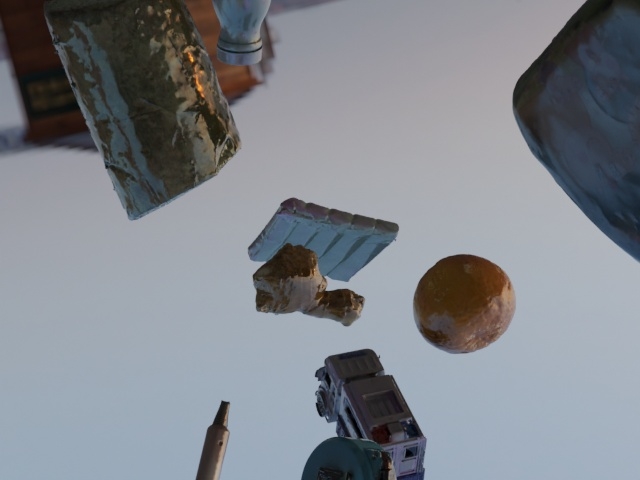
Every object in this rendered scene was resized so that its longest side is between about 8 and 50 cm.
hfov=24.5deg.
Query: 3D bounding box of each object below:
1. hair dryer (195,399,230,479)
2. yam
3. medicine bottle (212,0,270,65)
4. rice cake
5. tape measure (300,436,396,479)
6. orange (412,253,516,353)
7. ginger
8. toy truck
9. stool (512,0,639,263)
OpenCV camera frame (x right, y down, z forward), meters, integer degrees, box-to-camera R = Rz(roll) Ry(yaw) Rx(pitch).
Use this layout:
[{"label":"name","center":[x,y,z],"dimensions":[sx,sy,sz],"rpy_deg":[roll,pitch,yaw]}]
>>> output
[{"label":"hair dryer","center":[-0.180,0.348,2.153],"dimensions":[0.053,0.220,0.195],"rpy_deg":[22,145,-30]},{"label":"yam","center":[-0.193,-0.168,1.646],"dimensions":[0.161,0.268,0.161],"rpy_deg":[-19,-163,6]},{"label":"medicine bottle","center":[-0.114,-0.365,2.125],"dimensions":[0.090,0.217,0.090],"rpy_deg":[3,-153,-1]},{"label":"rice cake","center":[0.000,0.000,2.161],"dimensions":[0.189,0.037,0.198],"rpy_deg":[13,156,-8]},{"label":"tape measure","center":[0.037,0.306,1.813],"dimensions":[0.081,0.125,0.146],"rpy_deg":[11,174,-44]},{"label":"orange","center":[0.240,0.106,2.460],"dimensions":[0.177,0.155,0.177],"rpy_deg":[-7,154,-4]},{"label":"ginger","center":[-0.016,0.056,1.918],"dimensions":[0.165,0.096,0.067],"rpy_deg":[12,174,-30]},{"label":"toy truck","center":[0.084,0.298,2.526],"dimensions":[0.124,0.155,0.268],"rpy_deg":[-10,-138,-17]},{"label":"stool","center":[0.426,-0.164,1.702],"dimensions":[0.226,0.310,0.310],"rpy_deg":[-36,174,-33]}]
